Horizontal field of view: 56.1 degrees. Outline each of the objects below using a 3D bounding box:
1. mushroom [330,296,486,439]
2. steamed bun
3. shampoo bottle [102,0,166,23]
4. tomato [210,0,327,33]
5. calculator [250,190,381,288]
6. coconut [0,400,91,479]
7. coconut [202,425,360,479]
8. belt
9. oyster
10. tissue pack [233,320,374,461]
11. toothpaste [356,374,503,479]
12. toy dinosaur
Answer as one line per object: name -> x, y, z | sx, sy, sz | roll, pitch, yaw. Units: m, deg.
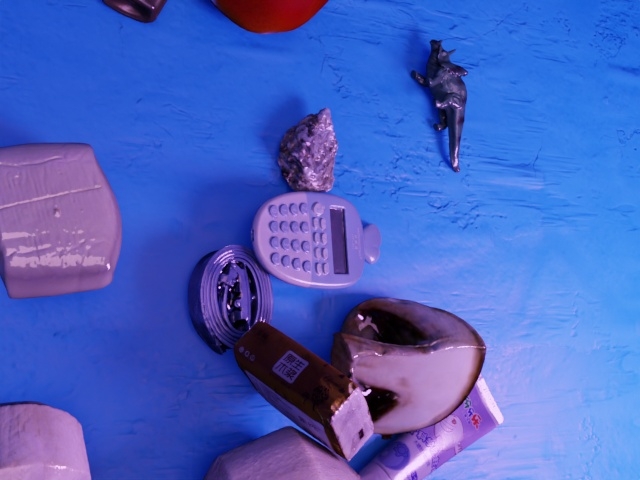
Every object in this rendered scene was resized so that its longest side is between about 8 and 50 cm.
mushroom -> 0.132, 0.245, 1.161 | 0.291, 0.212, 0.218 | -5, 124, -28
steamed bun -> -0.429, -0.030, 0.965 | 0.200, 0.155, 0.250 | -10, 79, -25
shampoo bottle -> -0.304, -0.587, 1.142 | 0.125, 0.084, 0.350 | 22, 74, -15
tomato -> -0.089, -0.551, 1.141 | 0.298, 0.226, 0.299 | 5, 77, -24
calculator -> 0.000, 0.000, 1.158 | 0.302, 0.042, 0.188 | 6, 75, -38
coconut -> -0.436, 0.348, 0.857 | 0.202, 0.202, 0.222 | -14, 42, -16
coconut -> -0.056, 0.436, 0.991 | 0.265, 0.237, 0.238 | -16, 87, -24
belt -> -0.162, 0.107, 1.084 | 0.141, 0.082, 0.190 | -1, 82, -31
oyster -> -0.021, -0.175, 1.197 | 0.124, 0.064, 0.177 | -7, 86, -26
tissue pack -> -0.030, 0.251, 1.008 | 0.092, 0.226, 0.183 | -43, 143, -23
toothpaste -> 0.217, 0.401, 1.198 | 0.371, 0.080, 0.125 | -26, 88, -30
toy dinosaur -> 0.267, -0.302, 1.320 | 0.120, 0.079, 0.292 | 3, 84, -19
